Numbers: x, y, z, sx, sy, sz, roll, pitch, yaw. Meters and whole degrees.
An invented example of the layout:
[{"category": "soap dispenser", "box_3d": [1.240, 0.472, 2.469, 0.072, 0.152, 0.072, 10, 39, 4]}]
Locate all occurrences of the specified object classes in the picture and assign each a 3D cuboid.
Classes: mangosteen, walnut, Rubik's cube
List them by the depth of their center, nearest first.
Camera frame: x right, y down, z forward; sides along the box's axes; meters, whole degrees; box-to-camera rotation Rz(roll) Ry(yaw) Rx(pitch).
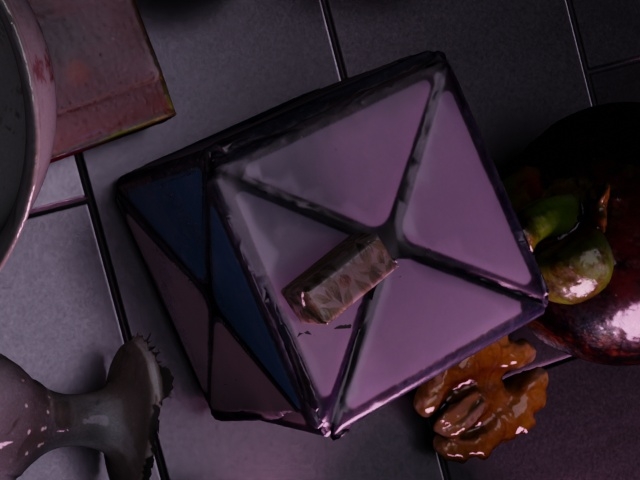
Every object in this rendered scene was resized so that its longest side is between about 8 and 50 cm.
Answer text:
[{"category": "Rubik's cube", "box_3d": [0.000, 0.000, 1.662, 0.310, 0.307, 0.305, -29, 101, -23]}, {"category": "mangosteen", "box_3d": [0.323, -0.020, 1.797, 0.360, 0.306, 0.306, 28, 75, -40]}, {"category": "walnut", "box_3d": [0.183, 0.177, 1.859, 0.170, 0.069, 0.143, -29, 100, -22]}]

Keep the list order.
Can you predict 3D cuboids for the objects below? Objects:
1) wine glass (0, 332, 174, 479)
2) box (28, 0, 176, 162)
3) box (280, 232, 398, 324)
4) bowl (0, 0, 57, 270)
[{"category": "wine glass", "box_3d": [-0.336, 0.176, 1.556, 0.357, 0.190, 0.190, 2, 86, -24]}, {"category": "box", "box_3d": [-0.300, -0.240, 1.653, 0.197, 0.089, 0.313, -22, 95, -25]}, {"category": "box", "box_3d": [0.017, 0.035, 1.465, 0.098, 0.062, 0.045, -39, 103, -18]}, {"category": "bowl", "box_3d": [-0.393, -0.143, 1.497, 0.196, 0.435, 0.434, -31, 101, -61]}]
